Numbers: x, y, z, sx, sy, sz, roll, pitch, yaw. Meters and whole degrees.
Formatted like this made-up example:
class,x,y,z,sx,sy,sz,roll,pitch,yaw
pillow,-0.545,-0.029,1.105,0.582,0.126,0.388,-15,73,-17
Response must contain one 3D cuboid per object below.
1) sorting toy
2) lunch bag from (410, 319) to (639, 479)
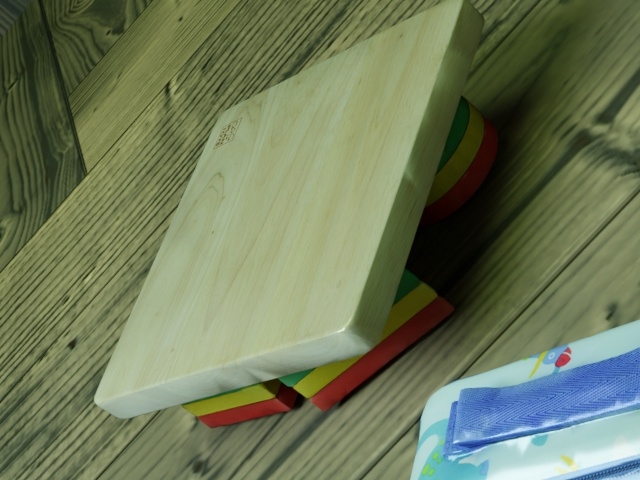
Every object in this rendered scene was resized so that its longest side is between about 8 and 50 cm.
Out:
class,x,y,z,sx,sy,sz,roll,pitch,yaw
sorting toy,0.000,0.000,0.947,0.255,0.089,0.257,-20,40,46
lunch bag,0.143,0.098,0.501,0.219,0.176,0.090,-24,37,42
